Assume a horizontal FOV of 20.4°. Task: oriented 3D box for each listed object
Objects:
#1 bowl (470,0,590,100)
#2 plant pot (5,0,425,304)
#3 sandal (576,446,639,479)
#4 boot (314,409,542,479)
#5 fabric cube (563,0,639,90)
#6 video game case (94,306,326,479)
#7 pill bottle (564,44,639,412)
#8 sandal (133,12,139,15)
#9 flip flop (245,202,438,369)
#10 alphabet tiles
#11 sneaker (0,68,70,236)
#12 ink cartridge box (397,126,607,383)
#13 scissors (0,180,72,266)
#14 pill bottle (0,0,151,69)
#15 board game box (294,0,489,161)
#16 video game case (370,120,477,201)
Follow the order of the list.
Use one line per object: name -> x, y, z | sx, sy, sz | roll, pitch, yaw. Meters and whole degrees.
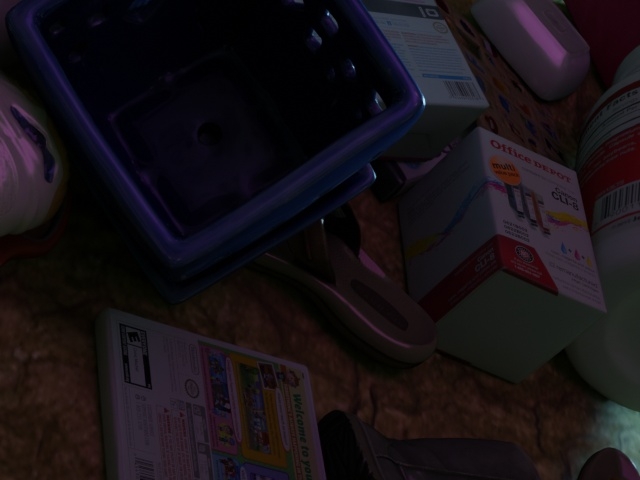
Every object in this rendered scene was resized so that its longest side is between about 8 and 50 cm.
bowl -> 0.242, -0.228, 1.983 | 0.142, 0.053, 0.142 | 51, 25, 9
plant pot -> -0.083, -0.101, 1.375 | 0.236, 0.212, 0.236 | -32, 78, -14
sandal -> 0.256, 0.246, 1.570 | 0.072, 0.049, 0.180 | 43, 36, -5
boot -> 0.100, 0.224, 1.426 | 0.208, 0.076, 0.190 | 23, 41, -38
fabric cube -> 0.490, -0.243, 2.090 | 0.254, 0.259, 0.258 | 10, 50, -41
video game case -> -0.077, 0.163, 1.338 | 0.193, 0.023, 0.212 | 19, 43, -32
pill bottle -> 0.367, -0.034, 1.794 | 0.229, 0.229, 0.408 | 35, 38, -15
sandal -> -0.147, -0.200, 1.565 | 0.102, 0.076, 0.265 | 13, 48, -37
flip flop -> 0.000, 0.000, 1.517 | 0.277, 0.080, 0.112 | 41, 36, -4
alphabet tiles -> 0.187, -0.148, 1.846 | 0.198, 0.009, 0.237 | 39, 25, -27
sneaker -> -0.310, -0.121, 1.291 | 0.131, 0.112, 0.296 | -24, 66, -45
ink cartridge box -> 0.163, 0.012, 1.631 | 0.128, 0.127, 0.176 | 22, 41, -29
scissors -> -0.248, 0.026, 1.297 | 0.109, 0.021, 0.297 | 32, 37, -22
pill bottle -> -0.183, -0.249, 1.429 | 0.272, 0.152, 0.152 | -26, 75, -25
board game box -> -0.006, -0.223, 1.656 | 0.224, 0.097, 0.303 | 1, 57, -44
video game case -> 0.062, -0.179, 1.789 | 0.248, 0.035, 0.275 | -20, 72, -51
